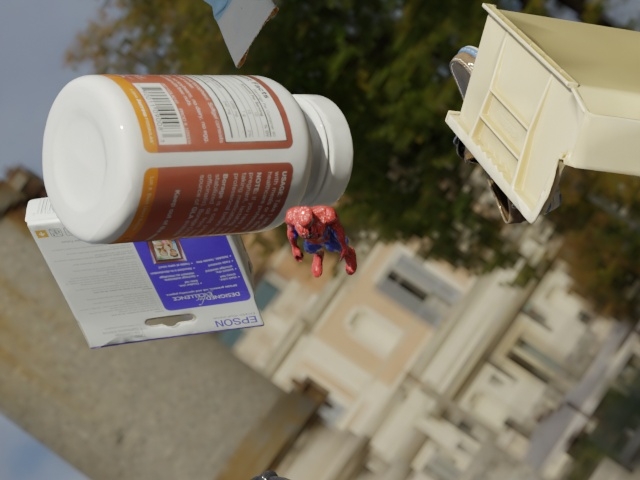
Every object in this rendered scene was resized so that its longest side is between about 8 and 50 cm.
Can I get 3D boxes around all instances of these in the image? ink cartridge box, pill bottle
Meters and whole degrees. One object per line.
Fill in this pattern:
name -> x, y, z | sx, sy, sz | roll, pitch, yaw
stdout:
ink cartridge box -> -0.181, 0.025, 1.746 | 0.208, 0.206, 0.045 | 73, -166, -45
pill bottle -> -0.086, -0.062, 1.219 | 0.216, 0.121, 0.121 | -4, -46, -39

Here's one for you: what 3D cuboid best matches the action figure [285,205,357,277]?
action figure -> 0.000, 0.000, 1.063 | 0.115, 0.038, 0.030 | 60, -148, -68

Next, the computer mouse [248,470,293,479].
computer mouse -> 0.024, 0.213, 1.123 | 0.262, 0.184, 0.060 | 121, 167, -78

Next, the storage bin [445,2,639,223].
storage bin -> 0.282, -0.096, 1.435 | 0.260, 0.262, 0.123 | -117, 38, -62

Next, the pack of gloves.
pack of gloves -> -0.060, -0.322, 1.856 | 0.046, 0.232, 0.195 | 20, -65, -32

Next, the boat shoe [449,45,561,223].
boat shoe -> 0.169, -0.102, 1.611 | 0.066, 0.183, 0.066 | -28, -2, -17
